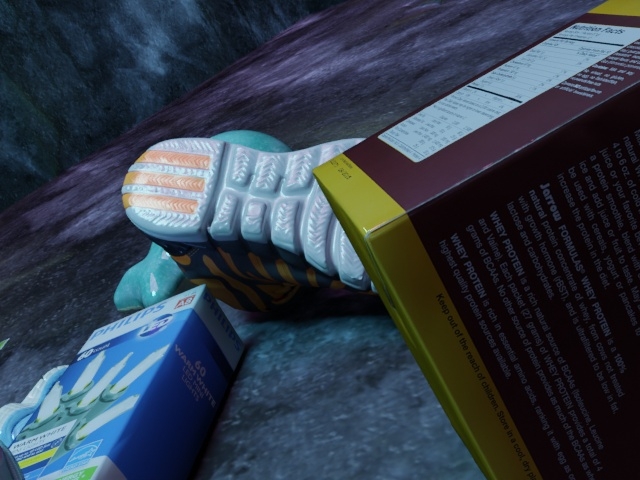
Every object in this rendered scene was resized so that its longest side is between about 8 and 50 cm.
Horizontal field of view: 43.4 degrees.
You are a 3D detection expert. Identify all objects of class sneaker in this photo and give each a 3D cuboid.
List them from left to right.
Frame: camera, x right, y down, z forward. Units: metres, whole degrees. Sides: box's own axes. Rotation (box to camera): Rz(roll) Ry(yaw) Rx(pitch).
[{"bbox_3d":[-0.238,0.169,0.737,0.073,0.063,0.162,15,16,5],"label":"sneaker"},{"bbox_3d":[0.000,0.000,0.709,0.321,0.180,0.125,13,68,15],"label":"sneaker"}]

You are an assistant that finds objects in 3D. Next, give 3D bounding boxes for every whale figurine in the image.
[{"bbox_3d":[-0.130,-0.026,0.920,0.272,0.141,0.216,-42,24,-31],"label":"whale figurine"}]

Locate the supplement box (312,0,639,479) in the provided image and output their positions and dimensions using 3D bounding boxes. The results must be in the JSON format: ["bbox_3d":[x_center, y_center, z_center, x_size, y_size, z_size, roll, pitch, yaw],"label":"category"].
[{"bbox_3d":[0.133,0.010,0.405,0.194,0.191,0.129,-30,20,0],"label":"supplement box"}]

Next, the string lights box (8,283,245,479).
[{"bbox_3d":[-0.161,0.148,0.633,0.133,0.077,0.260,-23,20,19],"label":"string lights box"}]

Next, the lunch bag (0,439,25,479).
[{"bbox_3d":[-0.275,0.237,0.417,0.279,0.108,0.224,-33,61,-5],"label":"lunch bag"}]

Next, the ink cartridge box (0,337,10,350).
[{"bbox_3d":[-0.372,0.216,0.728,0.188,0.097,0.255,-27,19,8],"label":"ink cartridge box"}]
